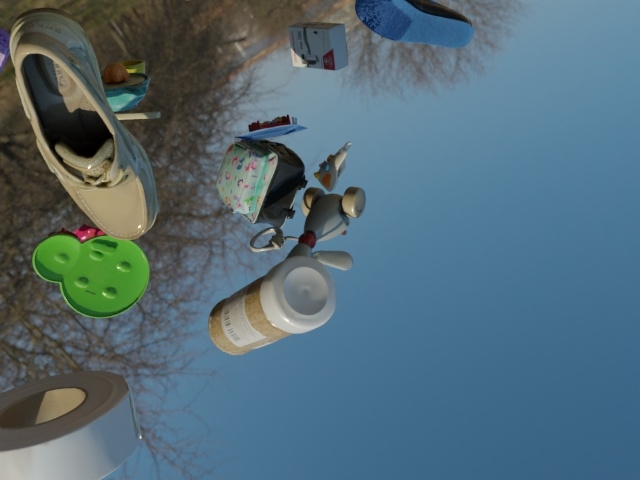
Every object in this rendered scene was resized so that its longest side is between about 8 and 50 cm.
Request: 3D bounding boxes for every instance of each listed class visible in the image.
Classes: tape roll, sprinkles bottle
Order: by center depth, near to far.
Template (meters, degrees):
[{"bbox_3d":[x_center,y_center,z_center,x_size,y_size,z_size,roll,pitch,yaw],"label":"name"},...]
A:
[{"bbox_3d":[-0.453,0.321,1.110,0.286,0.100,0.286,-8,-168,2],"label":"tape roll"},{"bbox_3d":[-0.099,0.127,1.198,0.121,0.121,0.355,-46,-172,-30],"label":"sprinkles bottle"}]

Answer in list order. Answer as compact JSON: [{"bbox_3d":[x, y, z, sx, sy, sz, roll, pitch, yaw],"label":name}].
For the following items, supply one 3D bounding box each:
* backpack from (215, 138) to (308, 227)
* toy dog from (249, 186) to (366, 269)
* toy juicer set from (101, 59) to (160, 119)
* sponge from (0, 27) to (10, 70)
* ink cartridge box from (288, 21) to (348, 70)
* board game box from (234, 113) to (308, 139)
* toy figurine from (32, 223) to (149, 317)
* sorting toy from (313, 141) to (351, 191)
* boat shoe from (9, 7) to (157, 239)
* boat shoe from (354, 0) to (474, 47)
[{"bbox_3d":[-0.176,-0.174,1.829,0.253,0.191,0.225,48,-58,56],"label":"backpack"},{"bbox_3d":[0.000,0.000,1.708,0.220,0.161,0.333,25,-122,40],"label":"toy dog"},{"bbox_3d":[-0.444,-0.304,1.327,0.209,0.090,0.329,-12,-151,-14],"label":"toy juicer set"},{"bbox_3d":[-0.600,-0.323,1.128,0.210,0.117,0.031,-21,-140,52],"label":"sponge"},{"bbox_3d":[-0.006,-0.459,1.562,0.135,0.099,0.056,17,-143,38],"label":"ink cartridge box"},{"bbox_3d":[-0.104,-0.240,1.384,0.133,0.033,0.168,-9,-177,13],"label":"board game box"},{"bbox_3d":[-0.369,0.023,1.016,0.159,0.173,0.130,28,-89,53],"label":"toy figurine"},{"bbox_3d":[0.029,-0.139,1.176,0.075,0.045,0.083,-51,-173,31],"label":"sorting toy"},{"bbox_3d":[-0.264,-0.102,0.750,0.109,0.302,0.098,-14,-137,-4],"label":"boat shoe"},{"bbox_3d":[0.194,-0.468,1.406,0.089,0.258,0.109,-87,-161,-49],"label":"boat shoe"}]
